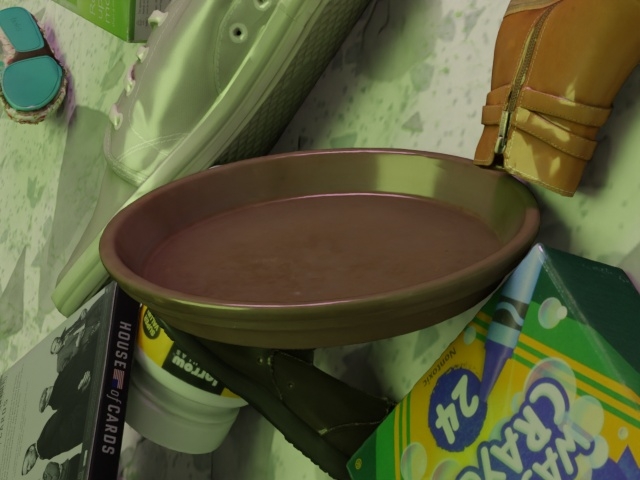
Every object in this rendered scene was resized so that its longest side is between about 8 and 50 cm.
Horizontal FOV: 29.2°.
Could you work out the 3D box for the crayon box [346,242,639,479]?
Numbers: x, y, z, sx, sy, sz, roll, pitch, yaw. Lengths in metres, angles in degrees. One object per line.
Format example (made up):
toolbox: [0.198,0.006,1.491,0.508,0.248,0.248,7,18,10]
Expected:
crayon box: [0.145,0.186,0.646,0.203,0.083,0.323,-53,41,28]

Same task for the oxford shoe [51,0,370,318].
oxford shoe: [-0.099,-0.121,1.012,0.130,0.169,0.449,38,109,8]

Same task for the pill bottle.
pill bottle: [-0.079,0.056,0.974,0.208,0.119,0.119,-63,36,17]

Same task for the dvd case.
dvd case: [-0.219,0.155,1.002,0.238,0.029,0.179,-36,43,47]

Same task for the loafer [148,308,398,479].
loafer: [-0.035,0.079,0.876,0.078,0.220,0.080,-49,0,-4]

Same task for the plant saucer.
plant saucer: [0.000,0.000,0.784,0.278,0.277,0.041,29,129,54]

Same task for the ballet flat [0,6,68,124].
ballet flat: [-0.357,-0.199,1.511,0.241,0.091,0.077,-111,18,-46]

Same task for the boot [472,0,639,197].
boot: [0.168,-0.100,0.736,0.197,0.073,0.152,22,95,67]

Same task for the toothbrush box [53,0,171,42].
toothbrush box: [-0.182,-0.322,1.217,0.283,0.122,0.206,37,125,55]
